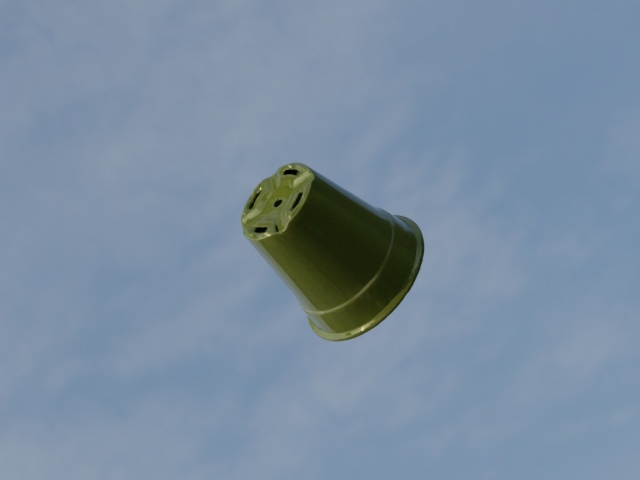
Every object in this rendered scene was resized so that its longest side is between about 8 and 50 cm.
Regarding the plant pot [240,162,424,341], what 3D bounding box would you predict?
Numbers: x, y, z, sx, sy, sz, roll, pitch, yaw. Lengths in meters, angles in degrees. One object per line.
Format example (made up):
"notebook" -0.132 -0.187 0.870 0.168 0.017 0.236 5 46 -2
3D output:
"plant pot" 0.000 0.000 1.065 0.083 0.083 0.079 -44 -56 9
